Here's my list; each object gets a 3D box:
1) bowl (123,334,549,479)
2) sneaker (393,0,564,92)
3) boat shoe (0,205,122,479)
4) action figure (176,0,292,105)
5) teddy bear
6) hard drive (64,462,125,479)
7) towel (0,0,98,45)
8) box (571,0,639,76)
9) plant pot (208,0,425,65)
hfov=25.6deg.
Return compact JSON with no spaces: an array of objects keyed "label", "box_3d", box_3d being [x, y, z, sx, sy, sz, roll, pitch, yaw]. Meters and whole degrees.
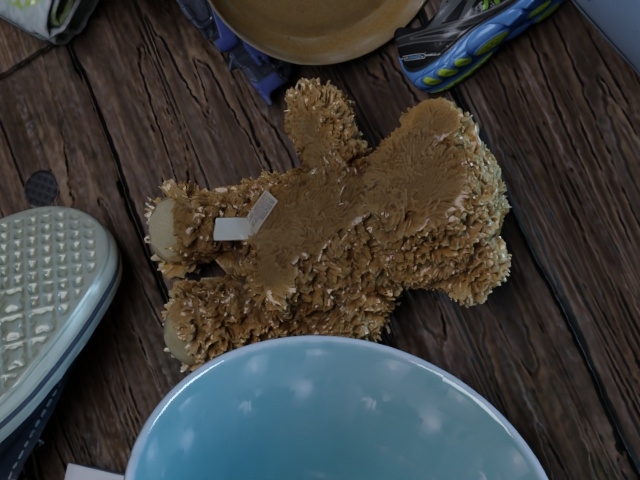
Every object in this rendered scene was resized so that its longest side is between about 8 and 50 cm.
[{"label":"bowl","box_3d":[0.004,0.237,1.005,0.311,0.163,0.311,8,48,-9]},{"label":"sneaker","box_3d":[0.137,-0.198,1.131,0.188,0.067,0.078,-36,75,15]},{"label":"boat shoe","box_3d":[-0.339,0.186,1.205,0.187,0.156,0.500,30,80,29]},{"label":"action figure","box_3d":[-0.101,-0.295,1.195,0.330,0.341,0.178,-32,27,-4]},{"label":"teddy bear","box_3d":[0.000,0.000,1.140,0.338,0.113,0.245,-35,62,20]},{"label":"hard drive","box_3d":[-0.147,0.353,1.150,0.203,0.040,0.307,8,83,23]},{"label":"towel","box_3d":[-0.299,-0.394,1.336,0.374,0.090,0.320,32,92,24]},{"label":"box","box_3d":[0.198,-0.293,1.036,0.058,0.232,0.322,-20,72,22]},{"label":"plant pot","box_3d":[-0.003,-0.261,1.140,0.236,0.236,0.032,-62,29,1]}]
